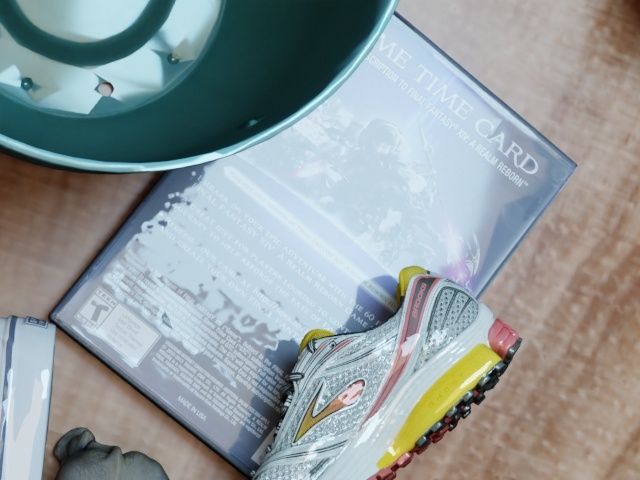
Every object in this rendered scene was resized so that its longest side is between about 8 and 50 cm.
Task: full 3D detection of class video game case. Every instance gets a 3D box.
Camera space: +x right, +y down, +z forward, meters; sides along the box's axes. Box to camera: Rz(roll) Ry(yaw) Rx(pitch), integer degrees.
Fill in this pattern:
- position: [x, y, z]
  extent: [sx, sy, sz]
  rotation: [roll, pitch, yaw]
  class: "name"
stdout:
- position: [0.000, 0.000, 1.127]
  extent: [0.196, 0.026, 0.274]
  rotation: [39, 77, -7]
  class: "video game case"

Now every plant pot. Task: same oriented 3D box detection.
- position: [-0.118, -0.167, 1.006]
  extent: [0.293, 0.235, 0.293]
  rotation: [1, 85, -13]
  class: "plant pot"

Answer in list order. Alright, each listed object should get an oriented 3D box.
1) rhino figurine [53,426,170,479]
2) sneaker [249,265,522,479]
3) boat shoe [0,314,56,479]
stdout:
- position: [-0.116, 0.225, 1.039]
  extent: [0.073, 0.106, 0.243]
  rotation: [0, 85, -12]
  class: "rhino figurine"
- position: [0.006, 0.105, 1.074]
  extent: [0.225, 0.088, 0.093]
  rotation: [-41, 78, -14]
  class: "sneaker"
- position: [-0.201, 0.170, 1.033]
  extent: [0.088, 0.096, 0.267]
  rotation: [7, 83, -8]
  class: "boat shoe"
